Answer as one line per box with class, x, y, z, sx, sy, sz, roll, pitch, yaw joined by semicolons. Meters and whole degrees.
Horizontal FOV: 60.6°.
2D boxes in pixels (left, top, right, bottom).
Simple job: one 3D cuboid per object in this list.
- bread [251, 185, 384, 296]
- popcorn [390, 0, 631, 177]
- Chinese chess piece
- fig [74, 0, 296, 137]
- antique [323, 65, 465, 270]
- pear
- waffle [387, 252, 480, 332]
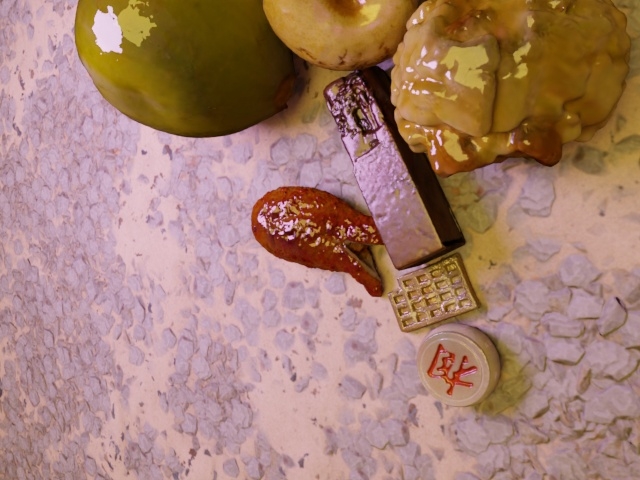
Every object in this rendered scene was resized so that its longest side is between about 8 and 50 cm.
bread;-0.001;-0.009;0.899;0.269;0.095;0.139;24;115;26
popcorn;0.228;-0.225;0.651;0.265;0.225;0.331;19;89;18
Chinese chess piece;0.201;0.182;0.804;0.122;0.051;0.121;3;96;33
fig;-0.202;-0.322;0.882;0.344;0.343;0.342;3;96;34
antique;0.103;-0.114;0.819;0.088;0.093;0.309;-29;78;32
pear;0.036;-0.370;0.748;0.271;0.271;0.270;3;96;34
waffle;0.167;0.083;0.838;0.135;0.021;0.092;-25;82;32
